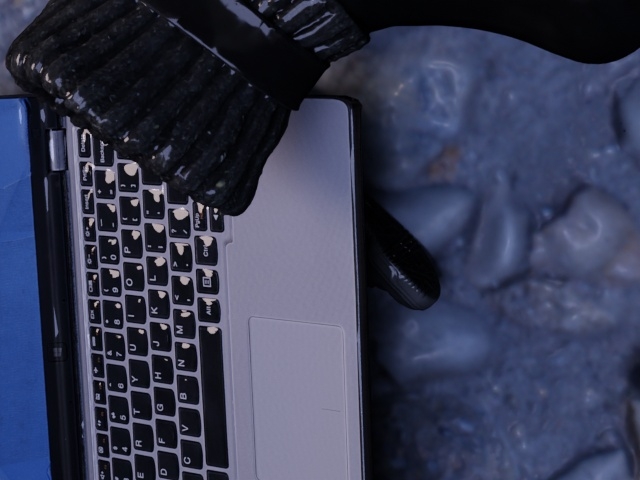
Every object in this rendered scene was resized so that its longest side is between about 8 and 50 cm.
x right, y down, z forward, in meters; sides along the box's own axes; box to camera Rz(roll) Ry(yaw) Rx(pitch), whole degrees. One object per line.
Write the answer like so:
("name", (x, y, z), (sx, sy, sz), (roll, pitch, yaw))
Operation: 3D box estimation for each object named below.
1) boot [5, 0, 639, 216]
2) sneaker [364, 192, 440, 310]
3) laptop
("boot", (0.013, -0.121, 0.996), (0.348, 0.131, 0.260), (26, 78, 18))
("sneaker", (-0.001, 0.001, 1.161), (0.170, 0.051, 0.089), (47, 119, 3))
("laptop", (-0.195, 0.100, 1.120), (0.408, 0.236, 0.382), (5, 102, 35))
